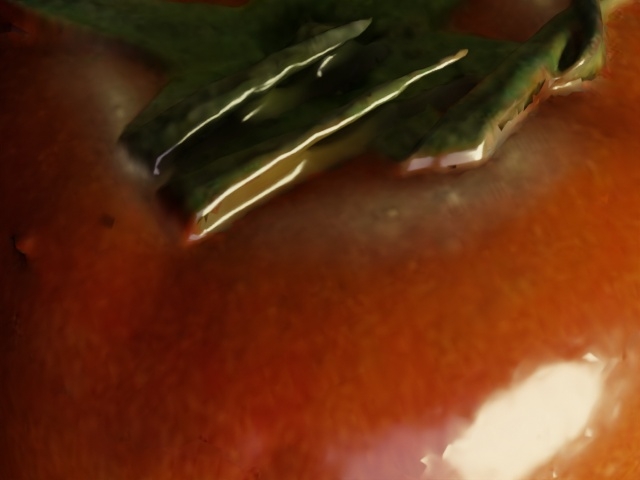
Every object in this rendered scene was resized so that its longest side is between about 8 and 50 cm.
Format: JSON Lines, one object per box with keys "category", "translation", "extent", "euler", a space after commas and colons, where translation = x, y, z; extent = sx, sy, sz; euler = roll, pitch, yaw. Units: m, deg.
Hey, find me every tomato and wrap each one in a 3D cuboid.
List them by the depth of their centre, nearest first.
{"category": "tomato", "translation": [0.000, 0.000, 0.532], "extent": [0.256, 0.255, 0.224], "euler": [-10, 145, -13]}
